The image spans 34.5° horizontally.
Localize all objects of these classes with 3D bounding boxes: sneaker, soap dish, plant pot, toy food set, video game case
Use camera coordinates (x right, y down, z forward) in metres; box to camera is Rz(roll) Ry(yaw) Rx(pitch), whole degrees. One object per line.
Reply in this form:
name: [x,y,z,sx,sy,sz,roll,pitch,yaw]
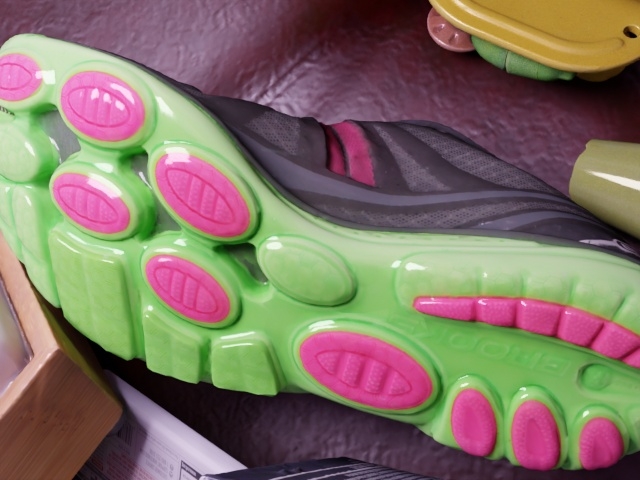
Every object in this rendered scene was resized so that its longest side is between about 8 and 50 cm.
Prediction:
sneaker: [0.000,0.000,0.679,0.483,0.202,0.185,23,112,3]
soap dish: [-0.262,0.111,0.720,0.229,0.118,0.291,-52,33,1]
plant pot: [0.215,-0.036,0.703,0.079,0.083,0.083,20,87,29]
toy food set: [0.140,-0.174,0.752,0.218,0.071,0.128,28,65,16]
video game case: [-0.111,0.206,0.693,0.201,0.023,0.183,21,108,47]

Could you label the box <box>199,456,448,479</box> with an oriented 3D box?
box: [0.102,0.237,0.569,0.294,0.296,0.182,7,82,16]
